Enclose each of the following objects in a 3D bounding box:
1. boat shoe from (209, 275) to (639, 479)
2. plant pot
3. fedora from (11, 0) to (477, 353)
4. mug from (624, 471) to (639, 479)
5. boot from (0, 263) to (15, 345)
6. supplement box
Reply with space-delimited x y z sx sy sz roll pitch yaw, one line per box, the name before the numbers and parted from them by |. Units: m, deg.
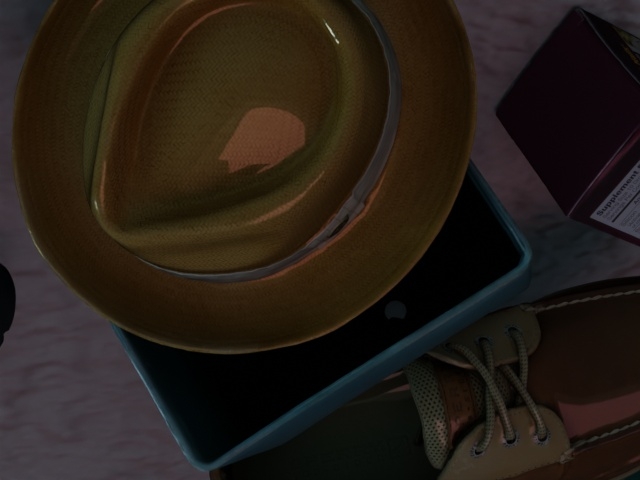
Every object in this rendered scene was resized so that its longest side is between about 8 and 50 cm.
boat shoe | 0.085 0.104 0.862 0.324 0.122 0.120 -21 166 10
plant pot | 0.000 0.000 0.726 0.166 0.165 0.234 -33 167 6
fedora | -0.034 -0.046 0.563 0.194 0.079 0.194 0 93 6
mug | 0.145 0.136 0.982 0.158 0.097 0.129 -7 131 -16
boot | -0.301 0.070 0.742 0.207 0.094 0.246 27 108 -41
supplement box | 0.208 -0.046 0.850 0.188 0.104 0.081 19 119 -33
